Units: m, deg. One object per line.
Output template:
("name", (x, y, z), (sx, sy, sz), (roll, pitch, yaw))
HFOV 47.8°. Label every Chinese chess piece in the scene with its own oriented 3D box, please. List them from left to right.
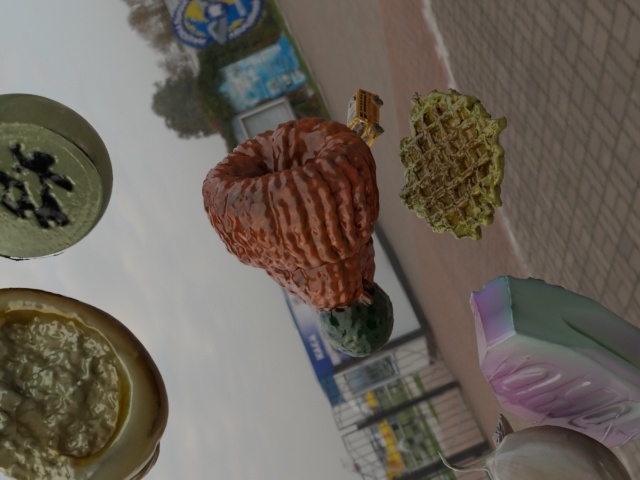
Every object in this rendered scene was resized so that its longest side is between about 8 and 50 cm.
("Chinese chess piece", (-0.607, -0.126, 1.479), (0.146, 0.350, 0.349), (-110, -1, -53))

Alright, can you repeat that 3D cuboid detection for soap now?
("soap", (0.336, 0.173, 1.003), (0.324, 0.193, 0.109), (31, -135, -23))

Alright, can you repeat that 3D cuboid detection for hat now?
("hat", (0.000, 0.000, 1.219), (0.400, 0.285, 0.285), (62, -178, -38))

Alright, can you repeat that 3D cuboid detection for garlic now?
("garlic", (0.310, 0.315, 0.979), (0.267, 0.148, 0.128), (31, 135, 31))

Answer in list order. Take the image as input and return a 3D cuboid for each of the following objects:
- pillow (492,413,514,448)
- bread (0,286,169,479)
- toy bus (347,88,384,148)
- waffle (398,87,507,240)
("pillow", (0.448, 0.521, 1.687), (0.135, 0.049, 0.248), (62, -164, -15))
("bread", (-0.459, 0.269, 1.172), (0.329, 0.424, 0.245), (-58, -13, -48))
("toy bus", (0.102, -0.283, 1.697), (0.069, 0.074, 0.162), (-52, 23, 41))
("waffle", (0.220, -0.129, 1.227), (0.245, 0.052, 0.254), (29, 119, 51))
